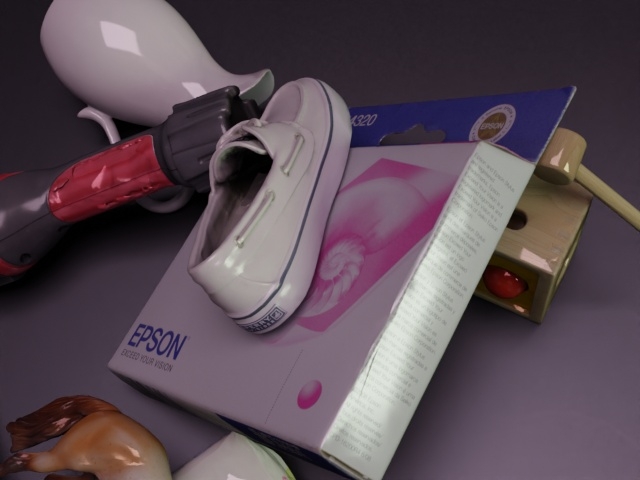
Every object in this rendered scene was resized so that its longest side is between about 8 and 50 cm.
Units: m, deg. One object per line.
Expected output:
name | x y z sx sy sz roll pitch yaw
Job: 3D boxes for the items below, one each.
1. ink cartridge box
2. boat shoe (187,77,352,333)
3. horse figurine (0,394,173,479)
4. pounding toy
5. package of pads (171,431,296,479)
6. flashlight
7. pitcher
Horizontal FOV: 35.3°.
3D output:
ink cartridge box | 0.000 0.000 0.803 0.324 0.071 0.330 4 61 54
boat shoe | -0.039 -0.052 0.761 0.095 0.084 0.258 -30 33 30
horse figurine | -0.152 0.206 0.734 0.174 0.066 0.263 -35 62 -5
pounding toy | 0.167 -0.007 0.811 0.181 0.206 0.094 25 73 16
package of pads | -0.064 0.320 0.761 0.229 0.101 0.296 -35 68 -7
flashlight | -0.200 -0.044 0.889 0.304 0.103 0.103 -19 70 17
pitcher | -0.176 -0.143 0.968 0.207 0.125 0.177 34 90 7
